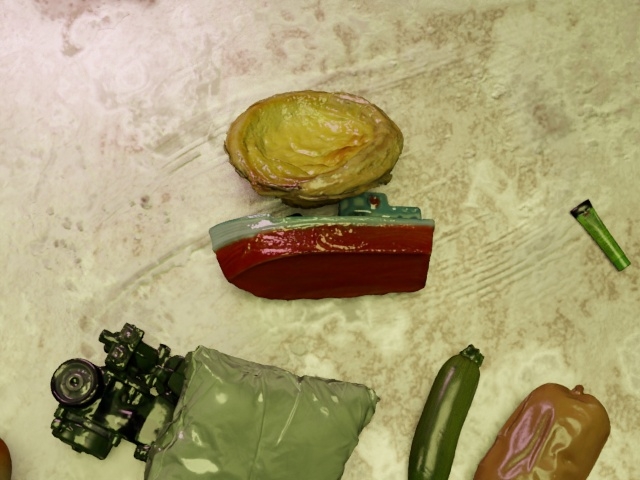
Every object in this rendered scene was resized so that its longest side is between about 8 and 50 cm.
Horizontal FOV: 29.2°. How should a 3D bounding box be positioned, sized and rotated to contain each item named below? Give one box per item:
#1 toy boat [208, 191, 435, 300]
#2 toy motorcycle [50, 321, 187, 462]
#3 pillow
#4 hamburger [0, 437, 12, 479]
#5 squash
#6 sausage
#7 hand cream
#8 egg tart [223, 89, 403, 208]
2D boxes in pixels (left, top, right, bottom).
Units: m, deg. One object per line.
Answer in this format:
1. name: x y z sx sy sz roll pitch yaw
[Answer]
1. toy boat: 0.000 0.000 1.830 0.332 0.145 0.133 -2 54 -5
2. toy motorcycle: -0.248 0.237 1.766 0.275 0.127 0.205 25 74 6
3. pillow: -0.085 0.292 1.690 0.310 0.138 0.283 12 105 -26
4. hamburger: -0.525 0.322 1.680 0.237 0.237 0.147 14 87 0
5. squash: 0.180 0.270 1.810 0.069 0.069 0.258 19 77 1
6. sausage: 0.322 0.315 1.779 0.136 0.120 0.241 40 78 -6
7. hand cream: 0.438 -0.007 1.907 0.036 0.023 0.122 -35 80 2
8. egg tart: -0.011 -0.130 1.838 0.279 0.095 0.279 -1 39 0
